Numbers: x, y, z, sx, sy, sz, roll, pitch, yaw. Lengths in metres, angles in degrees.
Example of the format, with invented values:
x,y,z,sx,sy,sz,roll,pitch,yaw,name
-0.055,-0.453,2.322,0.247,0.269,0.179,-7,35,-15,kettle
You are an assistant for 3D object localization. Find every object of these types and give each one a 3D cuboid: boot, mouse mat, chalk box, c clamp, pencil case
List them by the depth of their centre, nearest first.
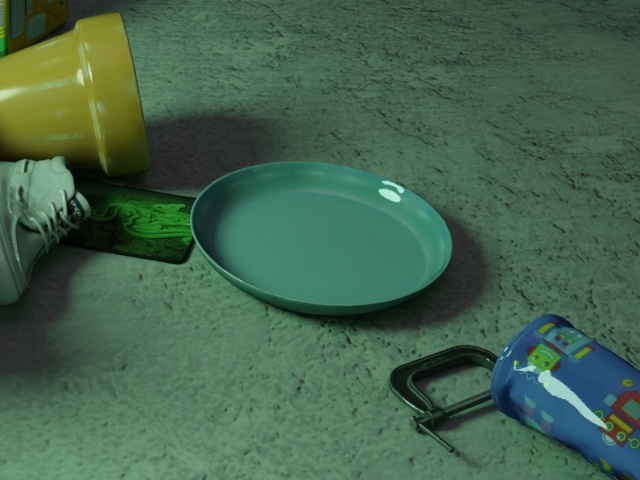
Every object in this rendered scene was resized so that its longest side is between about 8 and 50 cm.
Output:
x,y,z,sx,sy,sz,roll,pitch,yaw,name
0.308,0.193,1.204,0.119,0.133,0.306,-46,52,-9,pencil case
0.145,0.162,1.313,0.160,0.022,0.137,-20,37,-34,c clamp
-0.323,-0.026,1.416,0.123,0.095,0.258,-13,36,-10,boot
-0.243,-0.027,1.531,0.189,0.007,0.153,10,32,2,mouse mat
-0.557,-0.419,1.914,0.289,0.180,0.179,16,33,15,chalk box

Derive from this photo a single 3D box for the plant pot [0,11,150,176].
x,y,z,sx,sy,sz,roll,pitch,yaw,name
-0.326,-0.171,1.570,0.188,0.205,0.205,-11,36,-10,plant pot

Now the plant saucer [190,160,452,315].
x,y,z,sx,sy,sz,roll,pitch,yaw,name
0.000,0.000,1.508,0.317,0.044,0.318,5,32,-3,plant saucer
